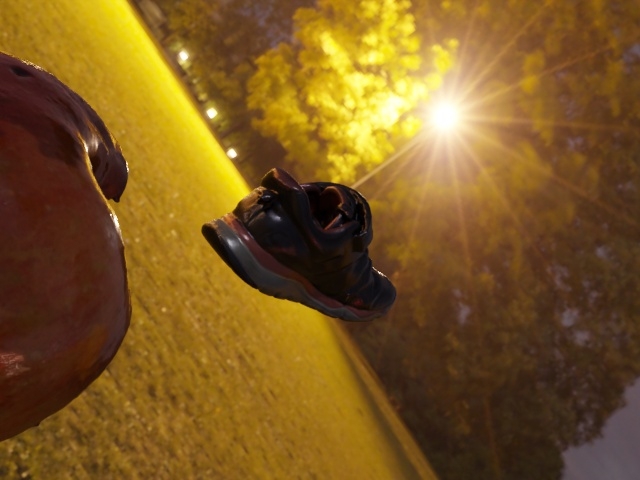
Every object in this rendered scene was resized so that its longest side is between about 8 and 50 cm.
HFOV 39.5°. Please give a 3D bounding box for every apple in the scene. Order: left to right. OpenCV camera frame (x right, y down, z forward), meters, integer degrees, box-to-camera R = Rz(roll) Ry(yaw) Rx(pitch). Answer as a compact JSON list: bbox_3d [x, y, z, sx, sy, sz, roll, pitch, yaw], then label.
[{"bbox_3d":[-0.252,-0.026,0.572,0.163,0.251,0.293,88,-18,-59],"label":"apple"}]

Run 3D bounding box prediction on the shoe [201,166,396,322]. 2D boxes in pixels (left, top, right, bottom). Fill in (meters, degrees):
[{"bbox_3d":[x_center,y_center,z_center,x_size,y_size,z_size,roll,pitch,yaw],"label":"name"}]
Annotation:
[{"bbox_3d":[0.000,0.000,0.983,0.114,0.137,0.291,45,11,37],"label":"shoe"}]
